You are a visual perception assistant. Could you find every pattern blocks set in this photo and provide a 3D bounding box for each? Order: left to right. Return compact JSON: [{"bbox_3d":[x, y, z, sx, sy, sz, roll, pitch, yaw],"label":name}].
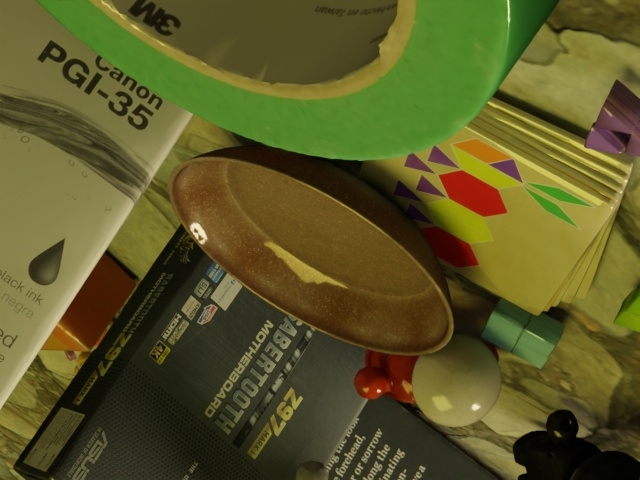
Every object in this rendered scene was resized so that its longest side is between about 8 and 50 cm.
[{"bbox_3d":[0.093,-0.028,0.967,0.285,0.026,0.325,32,157,-3],"label":"pattern blocks set"}]

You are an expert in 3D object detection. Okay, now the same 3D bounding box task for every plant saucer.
[{"bbox_3d":[0.000,0.000,1.056,0.198,0.036,0.199,27,157,12],"label":"plant saucer"}]

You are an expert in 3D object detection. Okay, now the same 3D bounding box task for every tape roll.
[{"bbox_3d":[-0.043,-0.173,0.740,0.321,0.077,0.321,28,151,17],"label":"tape roll"}]

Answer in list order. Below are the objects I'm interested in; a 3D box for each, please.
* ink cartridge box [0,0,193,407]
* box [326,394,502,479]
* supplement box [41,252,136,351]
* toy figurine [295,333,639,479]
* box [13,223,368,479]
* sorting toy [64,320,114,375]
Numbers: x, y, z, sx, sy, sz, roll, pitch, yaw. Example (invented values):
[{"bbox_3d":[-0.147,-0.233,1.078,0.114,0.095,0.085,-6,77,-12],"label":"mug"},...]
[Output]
[{"bbox_3d":[-0.207,-0.051,0.959,0.207,0.283,0.117,34,153,-8],"label":"ink cartridge box"},{"bbox_3d":[-0.003,0.264,1.430,0.395,0.212,0.293,38,156,-14],"label":"box"},{"bbox_3d":[-0.257,0.044,1.463,0.233,0.080,0.078,-6,135,52],"label":"supplement box"},{"bbox_3d":[0.088,0.179,1.147,0.213,0.209,0.148,39,172,-15],"label":"toy figurine"},{"bbox_3d":[-0.075,0.118,1.197,0.183,0.233,0.059,46,159,-30],"label":"box"},{"bbox_3d":[-0.224,0.078,1.550,0.075,0.045,0.083,48,158,8],"label":"sorting toy"}]
